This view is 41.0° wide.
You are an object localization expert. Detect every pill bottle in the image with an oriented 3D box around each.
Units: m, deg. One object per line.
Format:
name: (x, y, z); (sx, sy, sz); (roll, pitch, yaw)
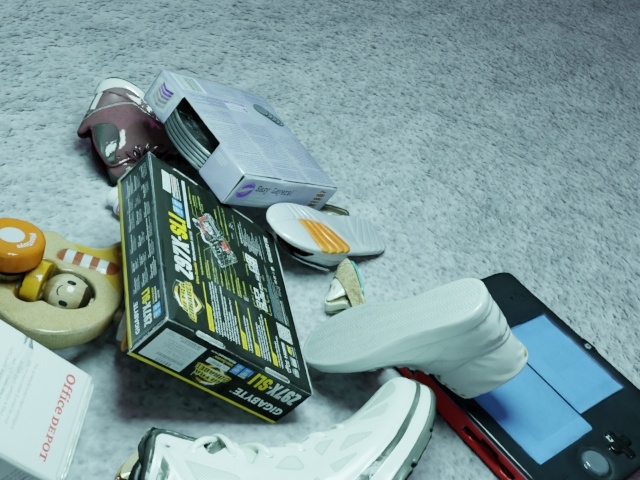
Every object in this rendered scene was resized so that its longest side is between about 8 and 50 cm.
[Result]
pill bottle: (-0.295, -0.049, 1.341); (0.083, 0.043, 0.043); (32, 40, 15)

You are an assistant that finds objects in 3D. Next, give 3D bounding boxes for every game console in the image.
game console: (0.316, 0.211, 1.286); (0.342, 0.060, 0.386); (-18, 53, -38)

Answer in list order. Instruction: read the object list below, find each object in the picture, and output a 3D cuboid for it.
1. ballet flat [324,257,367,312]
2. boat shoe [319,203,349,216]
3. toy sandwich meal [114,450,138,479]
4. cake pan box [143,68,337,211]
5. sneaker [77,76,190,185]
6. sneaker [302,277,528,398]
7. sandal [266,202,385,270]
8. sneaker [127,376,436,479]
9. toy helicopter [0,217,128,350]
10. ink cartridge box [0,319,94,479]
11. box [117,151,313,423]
ballet flat: (0.043, 0.105, 1.289); (0.067, 0.073, 0.206); (-10, 42, -13)
boat shoe: (-0.011, -0.051, 1.470); (0.125, 0.038, 0.046); (20, 38, -1)
toy sandwich meal: (-0.196, 0.282, 1.001); (0.086, 0.029, 0.085); (12, 39, -10)
cake pan box: (-0.125, -0.155, 1.372); (0.245, 0.070, 0.267); (49, 24, 23)
sneaker: (-0.278, -0.140, 1.436); (0.281, 0.106, 0.162); (28, 63, -8)
sneaker: (0.128, 0.160, 1.152); (0.169, 0.293, 0.108); (49, 41, -30)
sandal: (0.005, 0.008, 1.390); (0.265, 0.076, 0.102); (9, 41, -48)
sneaker: (-0.053, 0.248, 0.971); (0.257, 0.169, 0.447); (39, 44, 9)
toy helicopter: (-0.282, 0.050, 1.164); (0.235, 0.140, 0.355); (31, 31, 18)
ink cartridge box: (-0.373, 0.173, 0.932); (0.218, 0.092, 0.158); (39, 31, -26)
box: (-0.147, 0.059, 1.153); (0.257, 0.079, 0.322); (33, 27, -38)
